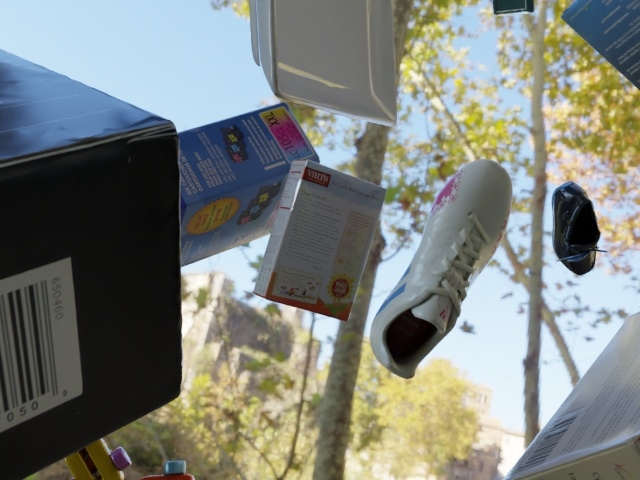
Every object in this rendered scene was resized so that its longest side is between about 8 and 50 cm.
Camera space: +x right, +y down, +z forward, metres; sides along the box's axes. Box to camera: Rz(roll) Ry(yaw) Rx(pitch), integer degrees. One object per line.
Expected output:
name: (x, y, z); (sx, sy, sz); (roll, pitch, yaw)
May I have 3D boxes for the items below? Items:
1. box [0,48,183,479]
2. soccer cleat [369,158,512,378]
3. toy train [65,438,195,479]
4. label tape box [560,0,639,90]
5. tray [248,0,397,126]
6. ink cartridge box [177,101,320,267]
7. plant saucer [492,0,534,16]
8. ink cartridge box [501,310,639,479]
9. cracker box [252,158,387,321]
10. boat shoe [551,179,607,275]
box: (-0.327, -0.007, 0.502); (0.395, 0.212, 0.293); (25, 33, 35)
soccer cleat: (0.178, 0.048, 1.041); (0.116, 0.331, 0.143); (26, 13, -9)
toy train: (-0.162, 0.175, 0.667); (0.125, 0.166, 0.046); (-7, -19, -4)
label tape box: (0.552, -0.299, 1.074); (0.334, 0.106, 0.240); (43, -21, -1)
tray: (0.007, -0.162, 0.544); (0.030, 0.145, 0.270); (0, 5, 20)
ink cartridge box: (-0.229, -0.077, 1.385); (0.395, 0.151, 0.270); (-21, -20, -30)
plant saucer: (0.283, -0.436, 1.132); (0.067, 0.018, 0.192); (5, -59, 31)
ink cartridge box: (0.307, 0.097, 0.588); (0.066, 0.296, 0.261); (52, -43, 7)
cracker box: (0.000, 0.000, 1.224); (0.156, 0.232, 0.067); (18, -2, -25)
boat shoe: (0.547, -0.006, 1.598); (0.258, 0.109, 0.089); (56, -1, -40)
